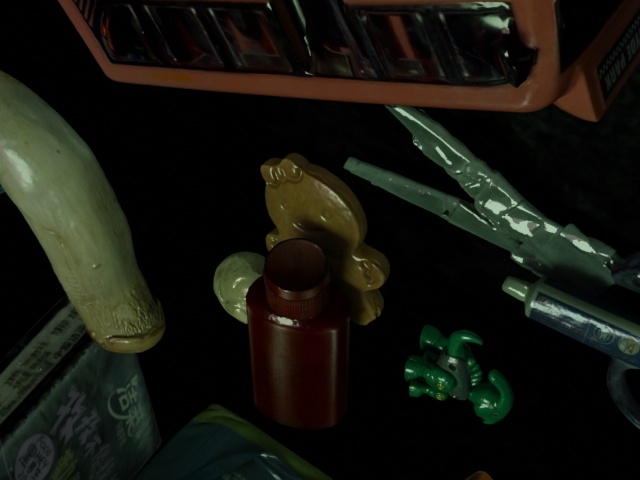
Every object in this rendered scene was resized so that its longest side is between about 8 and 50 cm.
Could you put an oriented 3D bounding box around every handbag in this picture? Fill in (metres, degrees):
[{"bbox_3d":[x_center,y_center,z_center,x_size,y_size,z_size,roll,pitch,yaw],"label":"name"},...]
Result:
[{"bbox_3d":[-0.115,0.357,1.492,0.263,0.241,0.222,34,144,10],"label":"handbag"}]

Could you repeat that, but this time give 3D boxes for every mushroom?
[{"bbox_3d":[-0.269,-0.026,1.372,0.123,0.095,0.351,5,130,42],"label":"mushroom"}]

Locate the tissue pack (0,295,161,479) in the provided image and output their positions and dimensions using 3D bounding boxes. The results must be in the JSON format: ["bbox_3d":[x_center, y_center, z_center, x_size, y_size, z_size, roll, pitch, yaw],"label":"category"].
[{"bbox_3d":[-0.336,0.270,1.508,0.122,0.361,0.259,17,137,24],"label":"tissue pack"}]

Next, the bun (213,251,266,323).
[{"bbox_3d":[-0.072,0.052,1.305,0.086,0.055,0.086,25,141,23],"label":"bun"}]

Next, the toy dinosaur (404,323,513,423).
[{"bbox_3d":[0.132,0.121,1.198,0.096,0.059,0.132,16,145,18],"label":"toy dinosaur"}]

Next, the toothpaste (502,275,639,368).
[{"bbox_3d":[0.233,0.073,1.021,0.197,0.035,0.057,25,150,16],"label":"toothpaste"}]

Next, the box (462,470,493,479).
[{"bbox_3d":[0.202,0.424,1.361,0.341,0.143,0.225,43,143,1],"label":"box"}]

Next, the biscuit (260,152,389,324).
[{"bbox_3d":[0.004,0.005,1.215,0.133,0.027,0.184,25,140,24],"label":"biscuit"}]

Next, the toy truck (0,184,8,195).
[{"bbox_3d":[-0.370,-0.074,1.445,0.136,0.063,0.074,-30,81,50],"label":"toy truck"}]

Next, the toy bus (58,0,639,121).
[{"bbox_3d":[0.010,-0.210,0.854,0.427,0.203,0.233,9,137,37],"label":"toy bus"}]

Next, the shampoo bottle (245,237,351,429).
[{"bbox_3d":[-0.021,0.095,1.256,0.102,0.064,0.260,12,147,9],"label":"shampoo bottle"}]

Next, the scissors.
[{"bbox_3d":[0.188,0.012,1.051,0.383,0.029,0.256,32,143,10],"label":"scissors"}]
